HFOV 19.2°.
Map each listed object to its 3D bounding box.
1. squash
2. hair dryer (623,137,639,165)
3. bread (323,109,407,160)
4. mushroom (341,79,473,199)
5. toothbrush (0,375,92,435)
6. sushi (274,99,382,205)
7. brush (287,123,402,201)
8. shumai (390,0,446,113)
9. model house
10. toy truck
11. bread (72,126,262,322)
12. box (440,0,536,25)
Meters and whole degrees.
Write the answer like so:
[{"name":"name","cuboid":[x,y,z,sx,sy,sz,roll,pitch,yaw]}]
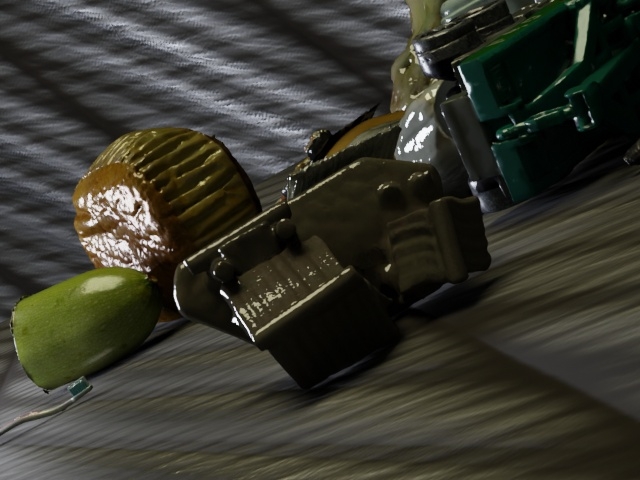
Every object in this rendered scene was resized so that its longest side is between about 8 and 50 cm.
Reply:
[{"name":"squash","cuboid":[-0.263,0.091,2.227,0.186,0.123,0.123,-25,7,22]},{"name":"hair dryer","cuboid":[0.342,-0.130,1.461,0.248,0.070,0.114,-37,4,17]},{"name":"bread","cuboid":[0.069,-0.100,2.364,0.147,0.098,0.217,-31,3,29]},{"name":"mushroom","cuboid":[0.101,-0.091,1.878,0.328,0.159,0.122,-27,48,62]},{"name":"toothbrush","cuboid":[-0.328,0.202,2.061,0.204,0.022,0.017,-31,2,20]},{"name":"sushi","cuboid":[-0.018,-0.086,2.449,0.210,0.040,0.193,-60,-11,29]},{"name":"brush","cuboid":[0.013,-0.007,1.578,0.103,0.013,0.272,-26,-24,-15]},{"name":"shumai","cuboid":[0.214,-0.315,2.586,0.346,0.283,0.217,-27,4,5]},{"name":"model house","cuboid":[0.013,0.023,1.382,0.229,0.122,0.188,-27,7,-6]},{"name":"toy truck","cuboid":[0.228,-0.148,1.662,0.178,0.176,0.363,-15,14,36]},{"name":"bread","cuboid":[-0.189,-0.022,2.286,0.142,0.227,0.253,-37,15,-33]},{"name":"box","cuboid":[0.269,-0.246,2.190,0.175,0.182,0.312,-26,6,34]}]
